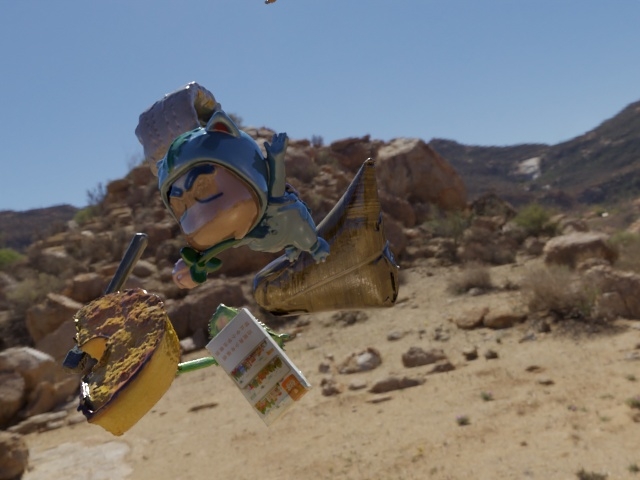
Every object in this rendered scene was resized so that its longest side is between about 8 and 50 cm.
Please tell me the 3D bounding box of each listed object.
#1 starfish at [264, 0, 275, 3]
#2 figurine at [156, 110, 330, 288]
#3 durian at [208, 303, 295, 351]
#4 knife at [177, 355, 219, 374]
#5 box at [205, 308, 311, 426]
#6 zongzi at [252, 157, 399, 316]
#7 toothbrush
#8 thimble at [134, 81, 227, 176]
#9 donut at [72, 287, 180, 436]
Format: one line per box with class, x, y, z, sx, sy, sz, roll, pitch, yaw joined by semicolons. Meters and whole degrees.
starfish;-0.111;-0.629;1.637;0.133;0.041;0.130;13;-26;-25
figurine;-0.071;-0.019;0.589;0.114;0.145;0.178;-17;-42;41
durian;-0.187;0.259;1.651;0.220;0.137;0.095;21;-21;20
knife;-0.285;0.283;1.517;0.212;0.054;0.015;-8;-38;-44
box;-0.131;0.261;1.339;0.122;0.220;0.032;-44;-22;3
zongzi;0.000;0.000;1.228;0.285;0.289;0.134;-7;17;5
toothbrush;-0.366;0.100;1.122;0.030;0.297;0.030;0;-41;22
thimble;-0.218;-0.169;1.055;0.117;0.151;0.127;-26;-25;18
donut;-0.282;0.164;0.971;0.152;0.101;0.259;-32;33;-2
